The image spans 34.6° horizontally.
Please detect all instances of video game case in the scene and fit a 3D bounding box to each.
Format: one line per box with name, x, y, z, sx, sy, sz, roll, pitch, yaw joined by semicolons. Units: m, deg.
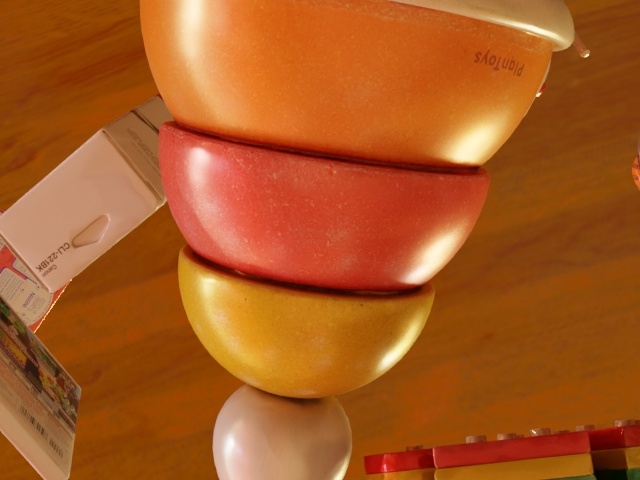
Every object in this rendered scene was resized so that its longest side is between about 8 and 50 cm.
video game case;-0.297;0.112;0.959;0.023;0.183;0.201;-35;109;2

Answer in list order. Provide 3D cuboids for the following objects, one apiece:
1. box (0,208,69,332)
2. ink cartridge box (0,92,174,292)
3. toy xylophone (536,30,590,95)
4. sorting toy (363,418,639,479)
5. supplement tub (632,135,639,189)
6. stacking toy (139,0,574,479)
box;-0.493;0.107;1.408;0.154;0.142;0.300;41;74;-34
ink cartridge box;-0.262;-0.071;1.302;0.197;0.273;0.114;-37;100;18
toy xylophone;0.185;-0.277;1.220;0.236;0.323;0.081;14;132;-28
sorting toy;0.160;0.195;0.806;0.255;0.257;0.089;-1;76;-23
supplement tub;0.723;-0.213;1.886;0.207;0.207;0.338;13;142;-7
stacking toy;-0.013;0.003;0.828;0.350;0.350;0.480;10;98;-6
